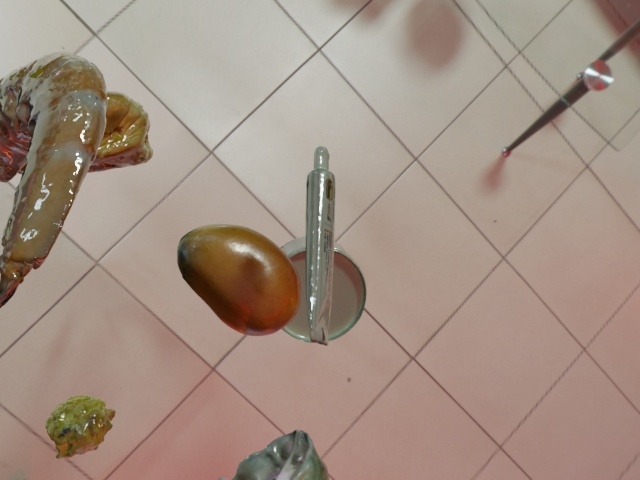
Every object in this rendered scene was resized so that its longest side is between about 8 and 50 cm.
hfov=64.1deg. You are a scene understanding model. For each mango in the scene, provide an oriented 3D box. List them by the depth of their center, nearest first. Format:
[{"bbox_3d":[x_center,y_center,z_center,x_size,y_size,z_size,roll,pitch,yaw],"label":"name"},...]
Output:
[{"bbox_3d":[-0.126,0.056,0.833,0.151,0.120,0.221,-45,102,-23],"label":"mango"}]

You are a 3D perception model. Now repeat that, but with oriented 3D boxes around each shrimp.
[{"bbox_3d":[-0.258,-0.085,0.468,0.185,0.287,0.068,-53,142,6],"label":"shrimp"}]

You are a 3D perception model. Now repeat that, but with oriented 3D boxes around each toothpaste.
[{"bbox_3d":[0.000,0.000,0.634,0.037,0.067,0.256,-6,71,17],"label":"toothpaste"}]

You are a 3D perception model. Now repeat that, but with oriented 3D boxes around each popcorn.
[{"bbox_3d":[-0.643,0.496,1.360,0.173,0.174,0.142,25,125,-12],"label":"popcorn"}]

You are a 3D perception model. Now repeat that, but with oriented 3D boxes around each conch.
[{"bbox_3d":[-0.098,0.423,0.766,0.277,0.220,0.195,-47,124,-5],"label":"conch"}]

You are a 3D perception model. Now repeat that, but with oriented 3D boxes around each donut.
[{"bbox_3d":[-0.577,-0.250,1.240,0.360,0.360,0.170,-10,95,-12],"label":"donut"}]

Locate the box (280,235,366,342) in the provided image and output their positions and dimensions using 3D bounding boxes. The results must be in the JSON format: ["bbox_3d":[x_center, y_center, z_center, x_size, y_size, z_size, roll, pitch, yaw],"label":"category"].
[{"bbox_3d":[-0.014,0.110,1.198,0.226,0.149,0.226,-1,100,-7],"label":"box"}]
